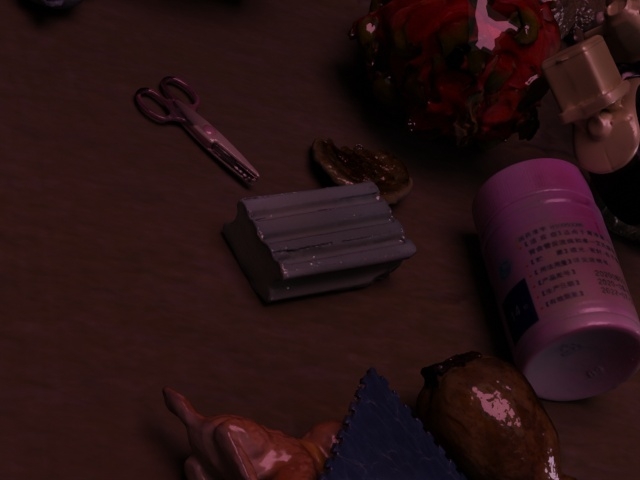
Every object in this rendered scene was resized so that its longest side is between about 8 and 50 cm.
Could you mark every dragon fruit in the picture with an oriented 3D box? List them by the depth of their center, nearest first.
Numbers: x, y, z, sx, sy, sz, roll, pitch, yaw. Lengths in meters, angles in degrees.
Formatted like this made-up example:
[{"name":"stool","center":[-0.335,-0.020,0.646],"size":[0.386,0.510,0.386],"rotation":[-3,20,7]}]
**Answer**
[{"name":"dragon fruit","center":[0.169,-0.247,2.158],"size":[0.231,0.237,0.302],"rotation":[23,26,-46]}]

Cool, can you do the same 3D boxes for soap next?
[{"name":"soap","center":[0.000,0.000,1.925],"size":[0.198,0.063,0.114],"rotation":[-8,57,-38]}]

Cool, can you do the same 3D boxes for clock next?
[{"name":"clock","center":[0.412,-0.177,2.170],"size":[0.276,0.120,0.379],"rotation":[63,31,-8]}]

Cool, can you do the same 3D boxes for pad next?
[{"name":"pad","center":[0.088,0.295,1.659],"size":[0.269,0.012,0.269],"rotation":[50,37,-21]}]

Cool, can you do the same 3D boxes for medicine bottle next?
[{"name":"medicine bottle","center":[0.275,0.043,1.999],"size":[0.152,0.152,0.254],"rotation":[10,46,-26]}]

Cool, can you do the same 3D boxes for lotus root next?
[{"name":"lotus root","center":[0.188,0.207,1.804],"size":[0.214,0.138,0.138],"rotation":[49,43,12]}]

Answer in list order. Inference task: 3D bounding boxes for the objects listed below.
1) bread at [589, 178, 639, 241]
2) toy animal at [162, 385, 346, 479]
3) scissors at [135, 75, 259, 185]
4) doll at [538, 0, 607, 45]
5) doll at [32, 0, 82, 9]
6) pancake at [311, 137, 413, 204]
[{"name":"bread","center":[0.451,-0.042,2.265],"size":[0.232,0.064,0.172],"rotation":[-16,58,-42]},{"name":"toy animal","center":[-0.044,0.197,1.680],"size":[0.185,0.104,0.184],"rotation":[-16,62,-38]},{"name":"scissors","center":[-0.136,-0.126,1.989],"size":[0.176,0.022,0.085],"rotation":[43,40,14]},{"name":"doll","center":[0.381,-0.355,2.505],"size":[0.286,0.091,0.202],"rotation":[-46,116,-38]},{"name":"doll","center":[-0.346,-0.341,2.014],"size":[0.180,0.075,0.120],"rotation":[37,37,2]},{"name":"pancake","center":[0.052,-0.083,2.060],"size":[0.129,0.022,0.116],"rotation":[1,38,-35]}]
